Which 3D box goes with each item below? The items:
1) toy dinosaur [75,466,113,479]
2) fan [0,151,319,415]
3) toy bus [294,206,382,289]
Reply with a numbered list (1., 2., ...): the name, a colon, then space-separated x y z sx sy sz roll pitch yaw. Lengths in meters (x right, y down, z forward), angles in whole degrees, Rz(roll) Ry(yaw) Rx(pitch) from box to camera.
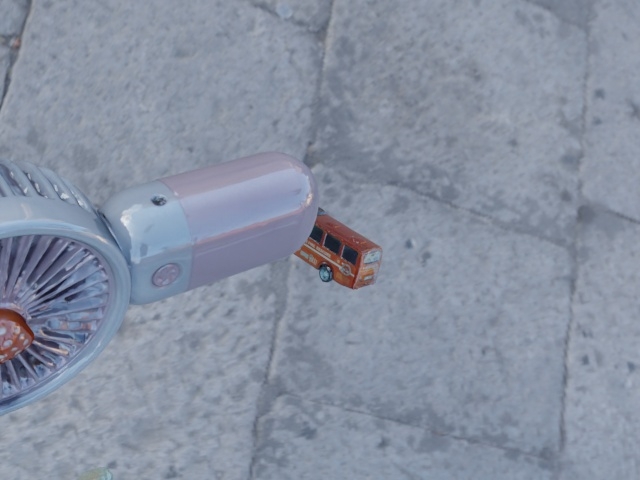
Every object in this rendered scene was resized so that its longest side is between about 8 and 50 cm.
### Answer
1. toy dinosaur: -0.170 0.197 0.571 0.092 0.205 0.393 -33 97 11
2. fan: -0.107 0.009 0.481 0.244 0.130 0.074 -19 52 -28
3. toy bus: 0.000 0.000 0.789 0.031 0.110 0.043 -14 126 -45
